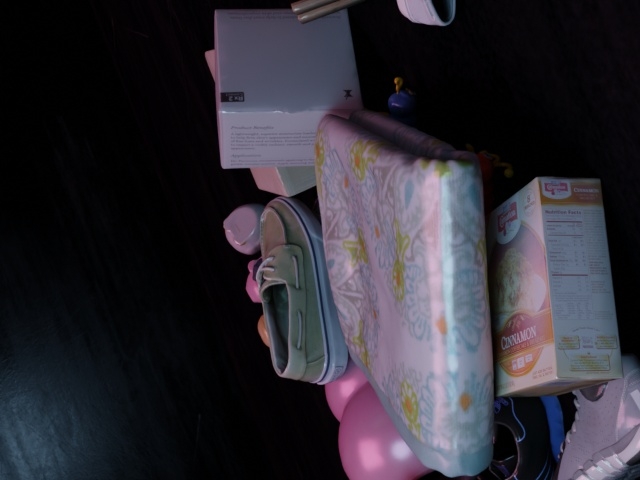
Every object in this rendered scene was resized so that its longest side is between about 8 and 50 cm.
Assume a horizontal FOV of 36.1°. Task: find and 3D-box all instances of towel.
[{"bbox_3d":[0.083,0.035,1.074,0.374,0.090,0.320,-136,36,-68],"label":"towel"}]

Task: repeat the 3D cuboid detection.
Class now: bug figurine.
[{"bbox_3d":[0.134,-0.056,1.155,0.279,0.072,0.216,-125,28,-53],"label":"bug figurine"}]

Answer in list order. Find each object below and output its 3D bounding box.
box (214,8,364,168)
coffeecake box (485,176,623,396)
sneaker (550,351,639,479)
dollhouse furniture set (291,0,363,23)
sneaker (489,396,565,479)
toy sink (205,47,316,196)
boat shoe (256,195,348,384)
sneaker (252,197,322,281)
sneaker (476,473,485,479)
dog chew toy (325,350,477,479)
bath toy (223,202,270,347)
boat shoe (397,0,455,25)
[{"bbox_3d":[-0.046,-0.199,1.281,0.119,0.181,0.181,98,168,-57],"label":"box"},{"bbox_3d":[0.216,0.049,0.937,0.142,0.068,0.185,127,143,-71],"label":"coffeecake box"},{"bbox_3d":[0.280,0.180,1.001,0.132,0.086,0.228,66,154,25],"label":"sneaker"},{"bbox_3d":[0.010,-0.387,1.117,0.242,0.161,0.212,-60,-50,-83],"label":"dollhouse furniture set"},{"bbox_3d":[0.251,0.281,1.172,0.081,0.091,0.232,18,127,69],"label":"sneaker"},{"bbox_3d":[-0.058,-0.201,1.483,0.234,0.131,0.153,68,164,-14],"label":"toy sink"},{"bbox_3d":[-0.041,0.060,1.391,0.109,0.094,0.302,-48,48,39],"label":"boat shoe"},{"bbox_3d":[0.000,0.000,1.521,0.319,0.112,0.131,-14,75,52],"label":"sneaker"},{"bbox_3d":[0.216,0.380,1.468,0.070,0.051,0.134,-129,28,-58],"label":"sneaker"},{"bbox_3d":[0.099,0.217,1.400,0.206,0.207,0.331,86,164,-44],"label":"dog chew toy"},{"bbox_3d":[-0.084,0.088,1.939,0.348,0.151,0.129,62,-163,22],"label":"bath toy"},{"bbox_3d":[0.103,-0.300,0.986,0.063,0.066,0.184,30,138,43],"label":"boat shoe"}]
